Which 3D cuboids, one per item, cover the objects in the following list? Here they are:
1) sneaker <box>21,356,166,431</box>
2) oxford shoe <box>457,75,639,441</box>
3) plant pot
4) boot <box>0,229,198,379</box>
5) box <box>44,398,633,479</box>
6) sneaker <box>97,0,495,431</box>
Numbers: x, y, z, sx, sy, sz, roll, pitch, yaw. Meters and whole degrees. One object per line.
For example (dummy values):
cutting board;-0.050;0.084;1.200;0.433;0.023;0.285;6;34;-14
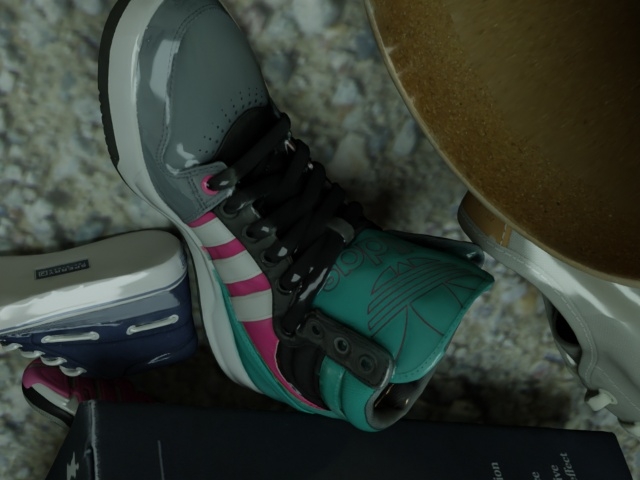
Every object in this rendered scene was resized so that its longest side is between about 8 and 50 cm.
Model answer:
sneaker;-0.142;0.141;0.741;0.075;0.063;0.170;-45;125;14
oxford shoe;0.239;0.080;0.702;0.130;0.169;0.449;-37;115;13
plant pot;0.186;-0.144;0.493;0.254;0.237;0.237;-37;130;-24
boot;-0.172;0.056;0.672;0.190;0.069;0.086;-9;123;-5
box;0.026;0.286;0.676;0.396;0.293;0.212;9;137;-25
sneaker;0.000;0.000;0.580;0.179;0.124;0.295;16;142;34
